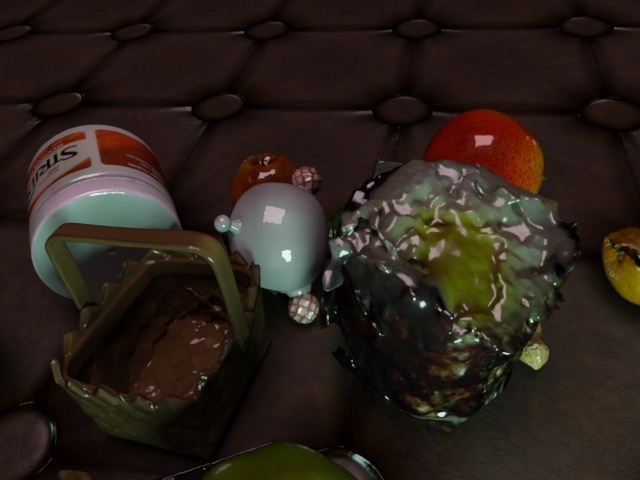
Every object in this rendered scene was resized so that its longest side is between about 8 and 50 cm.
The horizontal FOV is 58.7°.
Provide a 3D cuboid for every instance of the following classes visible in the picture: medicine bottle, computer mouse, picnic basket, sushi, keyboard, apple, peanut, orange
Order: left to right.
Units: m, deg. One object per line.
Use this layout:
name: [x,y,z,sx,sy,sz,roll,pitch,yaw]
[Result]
medicine bottle: [-0.400,-0.053,1.050,0.252,0.253,0.241,-20,44,-14]
picnic basket: [-0.220,0.111,0.807,0.253,0.321,0.291,5,42,18]
keyboard: [-0.150,0.331,0.779,0.197,0.010,0.064,-15,45,-8]
apple: [-0.098,-0.086,1.114,0.156,0.158,0.147,-27,47,-24]
computer mouse: [0.147,-0.091,1.154,0.126,0.071,0.231,17,38,6]
sushi: [0.154,0.068,0.781,0.299,0.294,0.281,28,58,16]
peanut: [0.320,0.150,0.879,0.053,0.054,0.113,-4,39,3]
orange: [0.528,0.049,0.917,0.160,0.112,0.169,27,19,39]

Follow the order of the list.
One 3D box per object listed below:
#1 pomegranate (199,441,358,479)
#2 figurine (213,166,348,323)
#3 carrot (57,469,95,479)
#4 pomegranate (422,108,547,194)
pomegranate: [-0.032,0.316,0.575,0.235,0.302,0.236,9,58,-14]
figurine: [0.000,0.000,0.976,0.369,0.167,0.282,5,74,-14]
carrot: [-0.235,0.384,0.697,0.070,0.070,0.342,-37,48,-28]
pomegranate: [0.319,-0.137,1.083,0.256,0.221,0.221,0,34,-35]
